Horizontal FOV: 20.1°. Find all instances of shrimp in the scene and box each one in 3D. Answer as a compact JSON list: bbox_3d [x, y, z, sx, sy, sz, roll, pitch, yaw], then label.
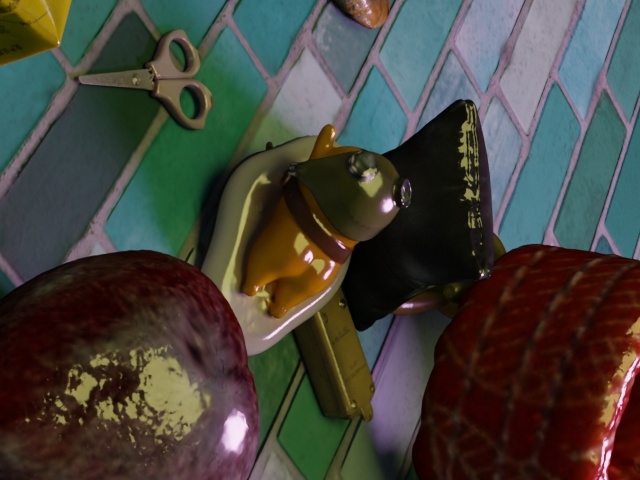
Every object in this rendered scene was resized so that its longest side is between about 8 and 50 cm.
[{"bbox_3d":[0.026,-0.336,2.012,0.217,0.051,0.150,53,36,-44],"label":"shrimp"}]

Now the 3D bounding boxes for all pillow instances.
[{"bbox_3d":[0.090,-0.021,1.841,0.106,0.250,0.186,5,72,-29],"label":"pillow"}]

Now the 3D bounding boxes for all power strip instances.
[{"bbox_3d":[-0.011,0.046,1.831,0.064,0.044,0.305,-36,111,-54],"label":"power strip"}]

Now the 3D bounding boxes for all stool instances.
[{"bbox_3d":[0.135,0.029,1.992,0.110,0.134,0.135,11,26,-50],"label":"stool"}]

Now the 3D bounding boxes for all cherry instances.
[{"bbox_3d":[-0.170,0.124,1.422,0.300,0.203,0.230,-4,90,-48],"label":"cherry"}]

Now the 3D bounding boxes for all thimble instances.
[{"bbox_3d":[0.272,0.182,1.944,0.350,0.230,0.350,-24,121,-48],"label":"thimble"}]

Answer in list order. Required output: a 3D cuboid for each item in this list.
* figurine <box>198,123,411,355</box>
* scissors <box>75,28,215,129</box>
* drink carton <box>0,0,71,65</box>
[{"bbox_3d":[0.000,0.000,1.716,0.166,0.141,0.250,40,64,-32],"label":"figurine"},{"bbox_3d":[-0.165,-0.150,1.692,0.189,0.015,0.100,-8,85,-55],"label":"scissors"},{"bbox_3d":[-0.259,-0.307,1.471,0.111,0.154,0.351,41,47,-42],"label":"drink carton"}]
